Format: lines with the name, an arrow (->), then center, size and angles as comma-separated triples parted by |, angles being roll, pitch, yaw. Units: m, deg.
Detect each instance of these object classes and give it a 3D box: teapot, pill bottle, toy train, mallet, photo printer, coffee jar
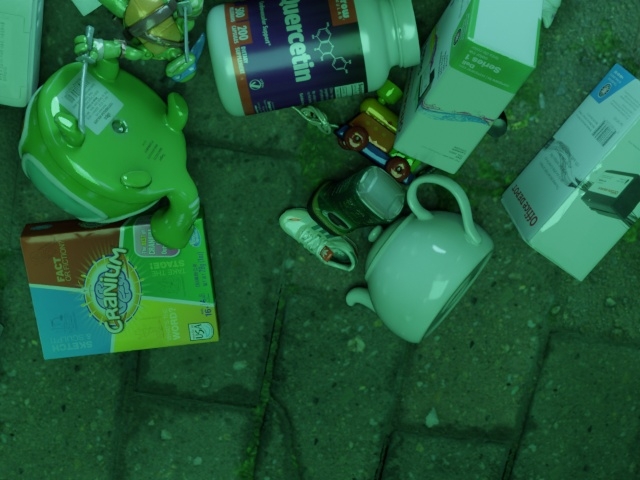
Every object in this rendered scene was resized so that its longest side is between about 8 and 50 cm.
teapot -> 0.165, 0.035, 2.008 | 0.187, 0.252, 0.256 | 39, 86, 11
pill bottle -> -0.011, -0.311, 1.869 | 0.322, 0.181, 0.182 | -11, 112, 1
toy train -> 0.081, -0.214, 1.968 | 0.248, 0.105, 0.143 | 36, 90, -9
mallet -> 0.242, -0.156, 2.009 | 0.189, 0.062, 0.039 | -39, 108, 12
photo printer -> -0.591, -0.347, 1.827 | 0.307, 0.107, 0.256 | 10, 135, -7
coffee jar -> 0.056, -0.064, 1.979 | 0.096, 0.184, 0.079 | 41, 64, -19

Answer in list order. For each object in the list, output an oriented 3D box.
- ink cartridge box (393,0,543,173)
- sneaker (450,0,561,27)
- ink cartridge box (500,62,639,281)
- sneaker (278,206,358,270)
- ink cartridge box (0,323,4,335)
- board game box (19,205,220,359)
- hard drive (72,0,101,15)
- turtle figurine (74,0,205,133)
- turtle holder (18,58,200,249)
ink cartridge box -> 0.228, -0.270, 1.829 | 0.117, 0.201, 0.278 | 21, 143, -10
sneaker -> 0.247, -0.405, 1.881 | 0.305, 0.114, 0.152 | 4, 110, -5
ink cartridge box -> 0.463, -0.116, 1.951 | 0.129, 0.223, 0.307 | 35, 106, -16
sneaker -> 0.000, 0.000, 2.052 | 0.161, 0.075, 0.057 | 33, 106, -15
ink cartridge box -> -0.679, 0.223, 2.073 | 0.231, 0.134, 0.078 | -37, 110, 12
board game box -> -0.348, 0.076, 2.070 | 0.316, 0.064, 0.242 | -7, 112, -1
hard drive -> -0.381, -0.542, 1.832 | 0.210, 0.040, 0.319 | -32, 110, 10
turtle figurine -> -0.286, -0.351, 1.767 | 0.197, 0.274, 0.266 | -26, 99, 42
turtle holder -> -0.336, -0.139, 1.910 | 0.320, 0.243, 0.227 | 17, 146, -32
